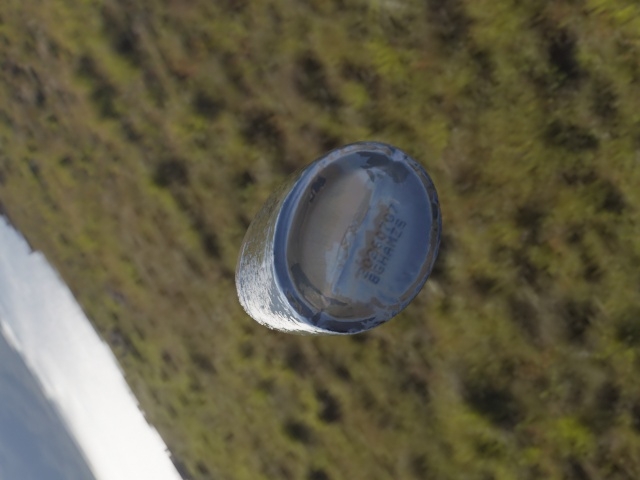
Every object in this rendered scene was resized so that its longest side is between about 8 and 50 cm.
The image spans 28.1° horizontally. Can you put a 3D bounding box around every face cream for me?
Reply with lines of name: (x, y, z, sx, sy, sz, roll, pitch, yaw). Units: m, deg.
face cream: (0.000, 0.000, 0.689, 0.073, 0.107, 0.269, 31, 175, -6)
